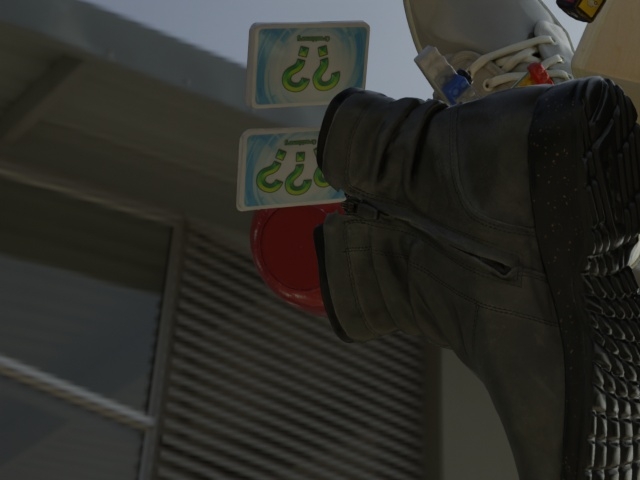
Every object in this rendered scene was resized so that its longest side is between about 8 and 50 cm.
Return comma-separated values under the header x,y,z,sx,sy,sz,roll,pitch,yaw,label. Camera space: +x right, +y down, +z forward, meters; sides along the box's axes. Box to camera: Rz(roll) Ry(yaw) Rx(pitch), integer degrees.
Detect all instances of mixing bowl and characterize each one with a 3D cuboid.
x,y,z,sx,sy,sz,roll,pitch,yaw,label
0.000,0.000,1.255,0.181,0.181,0.098,-18,2,25,mixing bowl

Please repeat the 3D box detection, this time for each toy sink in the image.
x,y,z,sx,sy,sz,roll,pitch,yaw,label
0.336,-0.156,1.184,0.131,0.153,0.234,19,-14,27,toy sink

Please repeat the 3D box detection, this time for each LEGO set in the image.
x,y,z,sx,sy,sz,roll,pitch,yaw,label
0.073,-0.104,0.779,0.244,0.060,0.182,-5,-69,-28,LEGO set

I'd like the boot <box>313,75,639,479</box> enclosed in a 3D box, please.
x,y,z,sx,sy,sz,roll,pitch,yaw,label
0.075,0.043,0.622,0.161,0.247,0.083,-3,0,39,boot

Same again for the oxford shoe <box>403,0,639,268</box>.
x,y,z,sx,sy,sz,roll,pitch,yaw,label
0.235,-0.164,1.434,0.169,0.449,0.130,-25,-16,-5,oxford shoe
